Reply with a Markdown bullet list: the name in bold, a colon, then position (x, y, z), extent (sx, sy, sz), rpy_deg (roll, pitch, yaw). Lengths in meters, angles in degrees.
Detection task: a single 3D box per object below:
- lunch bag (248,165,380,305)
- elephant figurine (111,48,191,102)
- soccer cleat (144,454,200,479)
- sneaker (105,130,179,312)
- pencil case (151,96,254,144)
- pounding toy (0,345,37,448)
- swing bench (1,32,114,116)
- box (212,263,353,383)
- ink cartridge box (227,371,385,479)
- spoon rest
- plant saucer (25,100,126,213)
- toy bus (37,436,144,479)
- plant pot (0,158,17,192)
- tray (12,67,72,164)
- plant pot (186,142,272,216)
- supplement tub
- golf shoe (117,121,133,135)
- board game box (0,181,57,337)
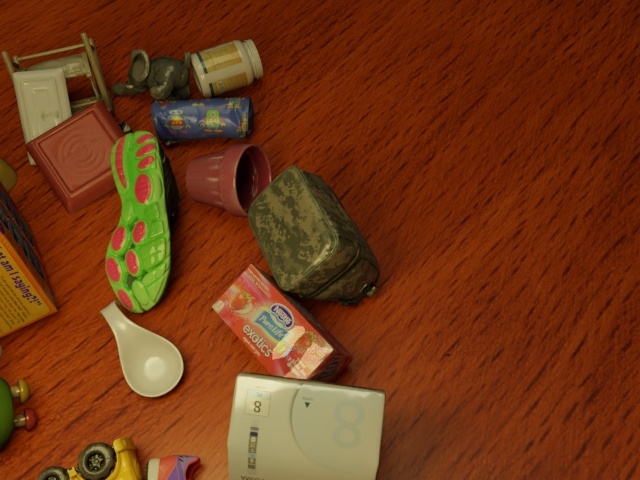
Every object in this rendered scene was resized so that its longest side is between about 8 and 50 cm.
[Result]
- **lunch bag**: position (0.000, 0.000, 1.693), extent (0.212, 0.256, 0.305), rpy_deg (-45, 53, 22)
- **elephant figurine**: position (-0.526, -0.513, 2.108), extent (0.239, 0.169, 0.186), rpy_deg (33, 70, 18)
- **soccer cleat**: position (-0.291, 0.595, 1.400), extent (0.117, 0.108, 0.318), rpy_deg (-10, 54, -7)
- **sneaker**: position (-0.438, -0.047, 1.788), extent (0.185, 0.202, 0.482), rpy_deg (-6, 73, 17)
- **pencil case**: position (-0.348, -0.355, 2.022), extent (0.306, 0.119, 0.133), rpy_deg (-3, 93, 1)
- **pounding toy**: position (-0.715, 0.360, 1.565), extent (0.110, 0.183, 0.236), rpy_deg (-5, 48, -30)
- **swing bench**: position (-0.790, -0.471, 2.083), extent (0.253, 0.254, 0.165), rpy_deg (-16, 12, -8)
- **box**: position (-0.087, 0.214, 1.587), extent (0.142, 0.154, 0.300), rpy_deg (-48, 62, 2)
- **ink cartridge box**: position (-0.039, 0.478, 1.384), extent (0.308, 0.091, 0.384), rpy_deg (6, 80, 7)
- **spoon rest**: position (-0.438, 0.251, 1.628), extent (0.137, 0.084, 0.276), rpy_deg (-40, 71, -13)
- **plant saucer**: position (-0.677, -0.249, 1.952), extent (0.258, 0.047, 0.259), rpy_deg (-34, 79, -10)
- **toy bus**: position (-0.469, 0.549, 1.432), extent (0.220, 0.149, 0.211), rpy_deg (-26, 74, -11)
- **plant pot**: position (-0.965, -0.198, 1.974), extent (0.134, 0.095, 0.134), rpy_deg (-2, 56, 3)
- **tray**: position (-0.805, -0.362, 2.000), extent (0.145, 0.030, 0.270), rpy_deg (-9, 101, -9)
- **plant pot**: position (-0.256, -0.165, 1.859), extent (0.180, 0.201, 0.201), rpy_deg (4, 56, 24)
- **supplement tub**: position (-0.292, -0.537, 2.125), extent (0.200, 0.144, 0.144), rpy_deg (-21, 58, -10)
- **golf shoe**: position (-0.655, -0.326, 2.045), extent (0.186, 0.086, 0.067), rpy_deg (-5, 58, 2)
- **board game box**: position (-0.907, 0.028, 1.634), extent (0.356, 0.356, 0.356), rpy_deg (-26, 48, -13)
